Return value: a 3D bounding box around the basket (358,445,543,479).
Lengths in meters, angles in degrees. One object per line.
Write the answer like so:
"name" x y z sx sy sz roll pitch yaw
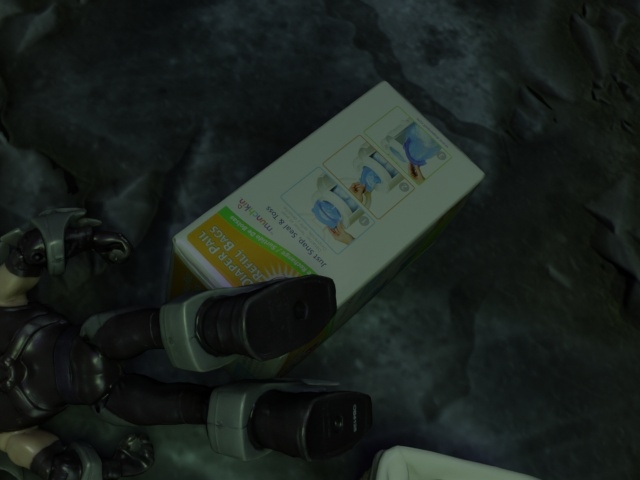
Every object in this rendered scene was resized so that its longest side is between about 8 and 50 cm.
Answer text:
"basket" 0.066 0.224 0.507 0.113 0.103 0.167 14 62 -6

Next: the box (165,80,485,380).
"box" 0.000 0.000 0.600 0.103 0.114 0.203 45 63 10

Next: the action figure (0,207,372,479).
"action figure" -0.121 0.074 0.495 0.099 0.285 0.185 -27 111 -58
